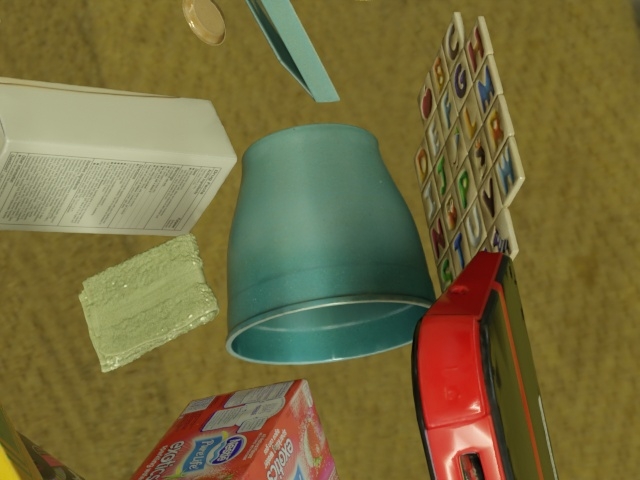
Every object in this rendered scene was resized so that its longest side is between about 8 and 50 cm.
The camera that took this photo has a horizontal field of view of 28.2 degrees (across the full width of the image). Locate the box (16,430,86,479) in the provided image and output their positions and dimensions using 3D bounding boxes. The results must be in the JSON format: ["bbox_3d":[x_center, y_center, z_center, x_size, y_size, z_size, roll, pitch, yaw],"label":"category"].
[{"bbox_3d":[-0.409,0.284,1.464,0.270,0.165,0.143,32,90,11],"label":"box"}]

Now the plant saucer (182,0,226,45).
[{"bbox_3d":[-0.159,-0.314,1.789,0.015,0.083,0.083,-40,98,-32],"label":"plant saucer"}]

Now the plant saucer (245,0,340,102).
[{"bbox_3d":[-0.037,-0.160,0.829,0.018,0.192,0.067,-37,55,-3],"label":"plant saucer"}]

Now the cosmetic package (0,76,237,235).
[{"bbox_3d":[-0.280,-0.097,1.572,0.309,0.160,0.113,2,49,-39],"label":"cosmetic package"}]

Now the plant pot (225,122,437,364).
[{"bbox_3d":[0.000,0.000,1.621,0.271,0.271,0.255,2,68,-27],"label":"plant pot"}]

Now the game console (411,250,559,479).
[{"bbox_3d":[0.156,0.219,1.033,0.060,0.342,0.386,-11,97,13],"label":"game console"}]

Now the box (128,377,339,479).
[{"bbox_3d":[-0.083,0.236,1.137,0.257,0.128,0.122,-53,127,-67],"label":"box"}]

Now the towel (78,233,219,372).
[{"bbox_3d":[-0.181,0.064,1.332,0.027,0.148,0.110,39,27,-61],"label":"towel"}]

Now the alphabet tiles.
[{"bbox_3d":[0.171,-0.088,1.527,0.011,0.285,0.342,0,58,-14],"label":"alphabet tiles"}]

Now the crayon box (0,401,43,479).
[{"bbox_3d":[-0.348,0.200,1.041,0.203,0.083,0.323,-19,130,-6],"label":"crayon box"}]
